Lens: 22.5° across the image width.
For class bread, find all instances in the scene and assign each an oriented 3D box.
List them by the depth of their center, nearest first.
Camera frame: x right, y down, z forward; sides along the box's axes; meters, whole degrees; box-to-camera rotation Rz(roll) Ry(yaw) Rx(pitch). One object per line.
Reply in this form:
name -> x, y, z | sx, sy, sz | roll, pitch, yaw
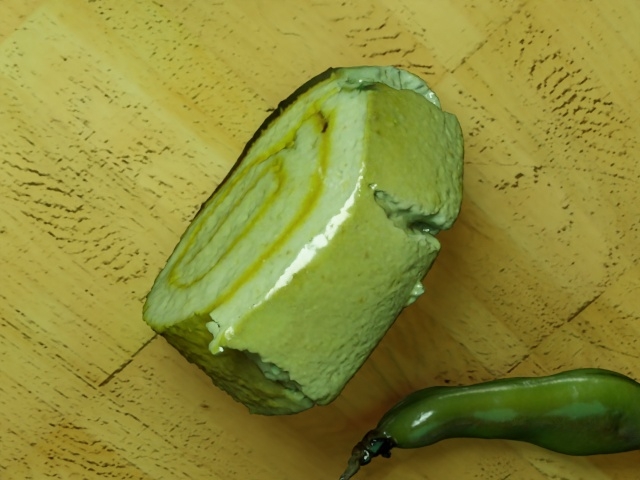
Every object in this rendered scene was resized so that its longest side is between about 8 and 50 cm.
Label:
bread -> 0.000, 0.000, 1.100 | 0.124, 0.186, 0.257 | 35, 98, -26

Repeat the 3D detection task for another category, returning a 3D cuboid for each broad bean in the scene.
broad bean -> 0.164, 0.144, 1.312 | 0.325, 0.067, 0.075 | -3, 91, -12
